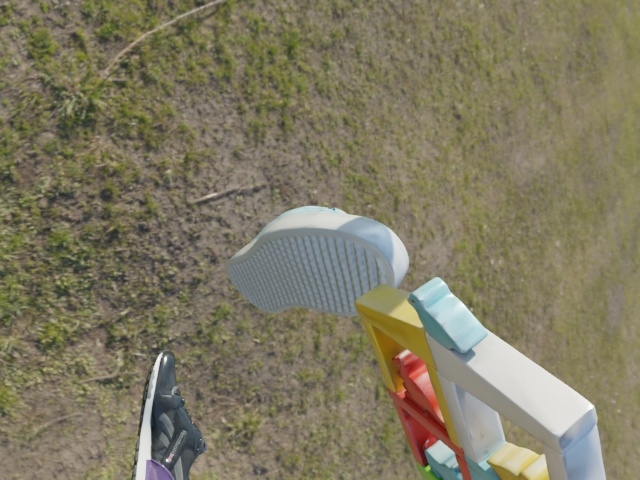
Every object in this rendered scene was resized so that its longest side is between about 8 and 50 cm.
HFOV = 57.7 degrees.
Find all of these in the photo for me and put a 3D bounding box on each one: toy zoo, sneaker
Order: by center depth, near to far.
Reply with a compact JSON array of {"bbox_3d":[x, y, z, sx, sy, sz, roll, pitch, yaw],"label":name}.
[{"bbox_3d":[0.113,0.147,0.406,0.030,0.192,0.293,-30,117,-18],"label":"toy zoo"},{"bbox_3d":[0.000,0.000,0.729,0.150,0.366,0.135,-47,109,-25],"label":"sneaker"},{"bbox_3d":[-0.268,0.345,1.060,0.124,0.107,0.283,8,69,-17],"label":"sneaker"}]
